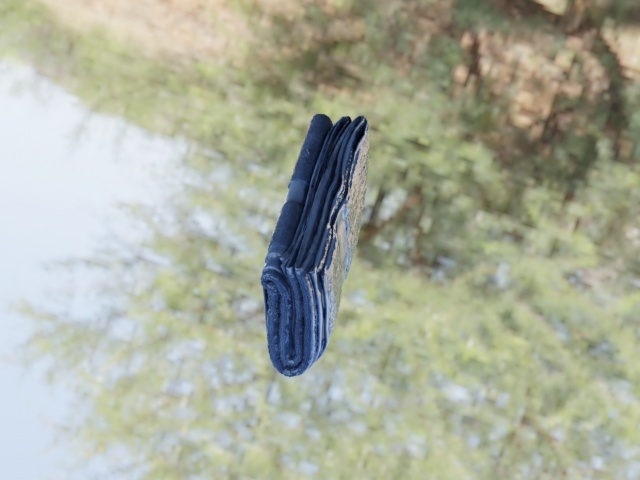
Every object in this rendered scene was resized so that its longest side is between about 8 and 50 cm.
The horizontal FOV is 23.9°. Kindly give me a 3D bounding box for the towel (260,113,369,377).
[{"bbox_3d":[0.000,0.000,0.671,0.029,0.067,0.119,5,-140,9],"label":"towel"}]
